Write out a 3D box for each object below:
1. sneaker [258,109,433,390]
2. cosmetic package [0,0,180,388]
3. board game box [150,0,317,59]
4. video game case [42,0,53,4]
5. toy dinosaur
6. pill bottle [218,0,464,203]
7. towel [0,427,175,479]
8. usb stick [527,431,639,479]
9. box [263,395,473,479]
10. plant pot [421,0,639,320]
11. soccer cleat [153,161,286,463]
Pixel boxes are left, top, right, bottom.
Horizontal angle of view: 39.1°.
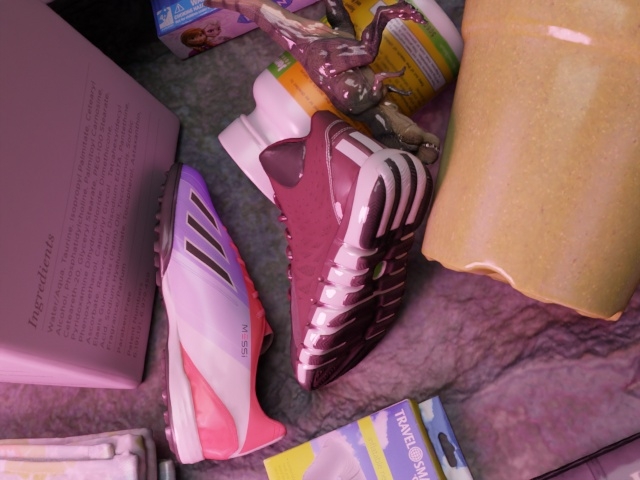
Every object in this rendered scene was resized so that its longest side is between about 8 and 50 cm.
[{"bbox_3d":[0.000,0.000,0.848,0.162,0.106,0.281,44,133,30],"label":"sneaker"},{"bbox_3d":[-0.386,-0.044,0.893,0.330,0.394,0.327,1,75,19],"label":"cosmetic package"},{"bbox_3d":[-0.070,-0.417,1.072,0.319,0.066,0.318,-21,68,13],"label":"board game box"},{"bbox_3d":[-0.332,-0.288,1.007,0.270,0.061,0.244,-5,28,38],"label":"video game case"},{"bbox_3d":[0.022,-0.184,0.823,0.268,0.064,0.118,41,100,9],"label":"toy dinosaur"},{"bbox_3d":[0.019,-0.151,0.921,0.246,0.136,0.136,-41,65,4],"label":"pill bottle"},{"bbox_3d":[-0.304,0.383,0.906,0.321,0.090,0.374,-6,72,21],"label":"towel"},{"bbox_3d":[0.301,0.193,0.766,0.278,0.045,0.077,-27,60,10],"label":"usb stick"},{"bbox_3d":[0.046,0.226,0.851,0.178,0.042,0.109,-26,68,12],"label":"box"},{"bbox_3d":[0.211,-0.076,0.782,0.276,0.276,0.253,21,93,24],"label":"plant pot"},{"bbox_3d":[-0.108,0.066,0.933,0.117,0.108,0.318,-5,68,-5],"label":"soccer cleat"}]
